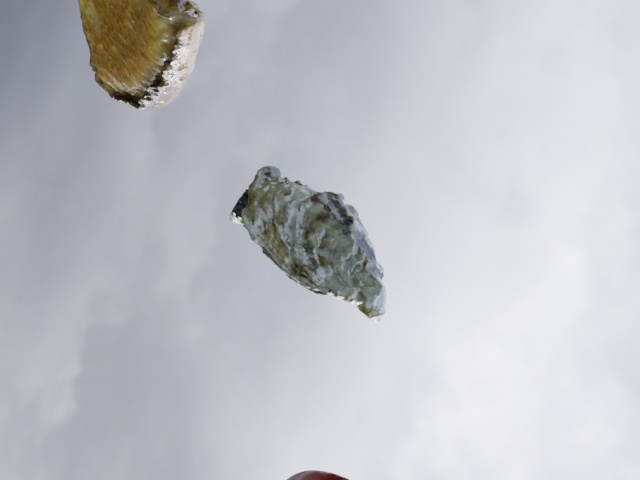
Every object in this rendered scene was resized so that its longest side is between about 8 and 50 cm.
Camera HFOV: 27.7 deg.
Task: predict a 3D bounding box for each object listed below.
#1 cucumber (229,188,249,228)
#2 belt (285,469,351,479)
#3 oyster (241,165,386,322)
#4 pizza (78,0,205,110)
[{"bbox_3d":[-0.041,-0.012,1.924,0.086,0.193,0.115,-64,-177,-2],"label":"cucumber"},{"bbox_3d":[0.031,0.375,1.187,0.227,0.115,0.324,-29,-88,48],"label":"belt"},{"bbox_3d":[0.000,0.000,1.275,0.064,0.177,0.125,-48,-169,50],"label":"oyster"},{"bbox_3d":[-0.303,-0.346,2.049,0.435,0.080,0.392,57,-25,31],"label":"pizza"}]
